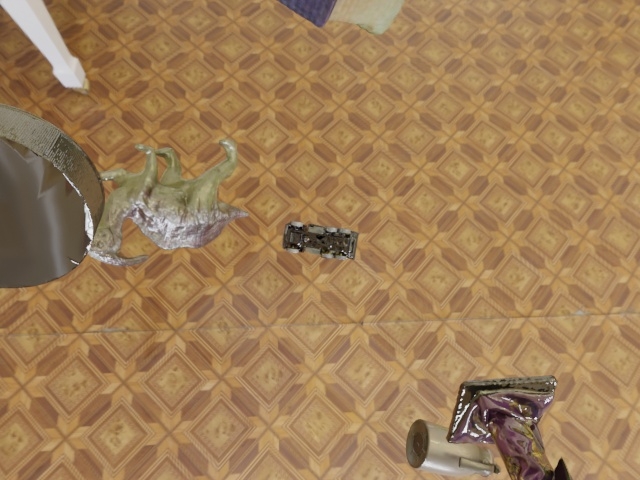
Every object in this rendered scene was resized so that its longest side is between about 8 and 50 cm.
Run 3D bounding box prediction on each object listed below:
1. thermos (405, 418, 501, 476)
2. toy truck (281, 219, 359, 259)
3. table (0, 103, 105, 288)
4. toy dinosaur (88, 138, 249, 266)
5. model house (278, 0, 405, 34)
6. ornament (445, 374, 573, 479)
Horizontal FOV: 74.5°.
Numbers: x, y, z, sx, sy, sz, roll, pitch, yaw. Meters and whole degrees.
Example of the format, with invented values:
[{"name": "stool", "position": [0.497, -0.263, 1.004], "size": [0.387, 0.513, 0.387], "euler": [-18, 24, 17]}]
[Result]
[{"name": "thermos", "position": [0.311, 0.492, 0.961], "size": [0.193, 0.137, 0.105], "euler": [20, 76, -9]}, {"name": "toy truck", "position": [0.000, 0.000, 1.089], "size": [0.191, 0.092, 0.083], "euler": [9, 95, 0]}, {"name": "table", "position": [-0.231, -0.027, 0.301], "size": [0.133, 0.134, 0.043], "euler": [-9, 39, -8]}, {"name": "toy dinosaur", "position": [-0.223, -0.062, 0.631], "size": [0.294, 0.077, 0.162], "euler": [-16, 101, -40]}, {"name": "model house", "position": [0.017, -0.610, 0.836], "size": [0.279, 0.245, 0.313], "euler": [-10, 73, -26]}, {"name": "ornament", "position": [0.171, 0.192, 0.282], "size": [0.081, 0.088, 0.203], "euler": [-6, 29, -10]}]
